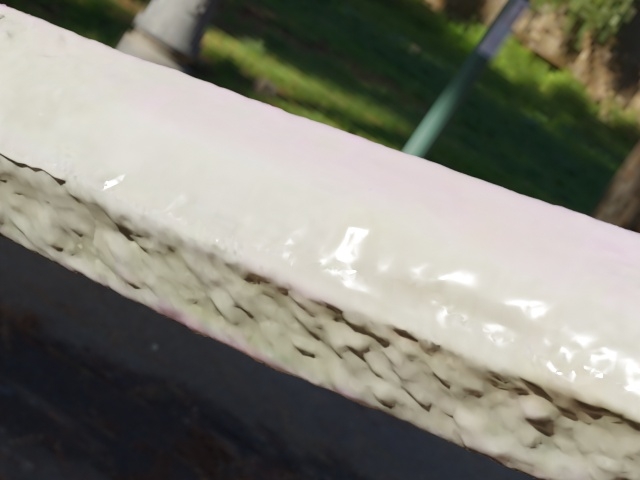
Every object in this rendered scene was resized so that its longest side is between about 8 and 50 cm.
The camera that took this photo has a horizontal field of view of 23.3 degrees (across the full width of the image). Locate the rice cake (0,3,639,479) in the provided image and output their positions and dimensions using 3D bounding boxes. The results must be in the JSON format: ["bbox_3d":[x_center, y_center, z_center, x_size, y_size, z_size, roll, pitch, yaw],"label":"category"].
[{"bbox_3d":[-0.001,0.000,0.500,0.399,0.070,0.064,22,-39,25],"label":"rice cake"}]
